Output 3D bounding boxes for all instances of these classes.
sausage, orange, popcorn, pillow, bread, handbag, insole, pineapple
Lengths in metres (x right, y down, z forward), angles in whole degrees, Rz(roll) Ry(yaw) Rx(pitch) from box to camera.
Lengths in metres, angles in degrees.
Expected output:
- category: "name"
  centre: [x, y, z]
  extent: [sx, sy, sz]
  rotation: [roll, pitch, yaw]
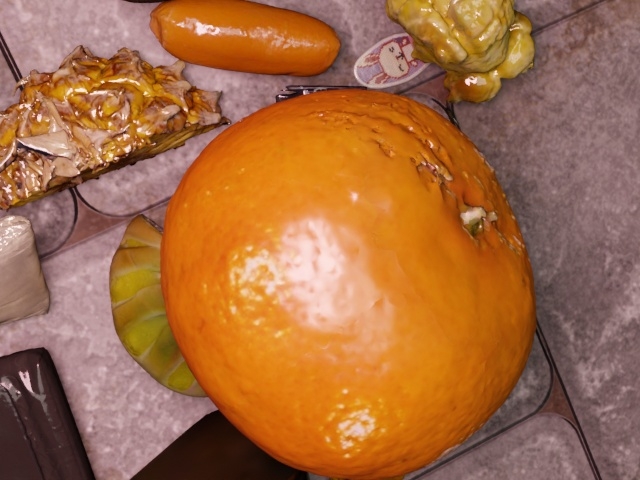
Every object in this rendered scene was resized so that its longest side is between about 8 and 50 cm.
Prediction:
- category: "sausage"
  centre: [-0.092, -0.252, 1.124]
  extent: [0.238, 0.098, 0.098]
  rotation: [7, 93, -17]
- category: "orange"
  centre: [0.045, 0.036, 0.954]
  extent: [0.326, 0.424, 0.424]
  rotation: [-32, 105, 32]
- category: "popcorn"
  centre: [0.173, -0.272, 1.160]
  extent: [0.195, 0.168, 0.174]
  rotation: [42, 70, -50]
- category: "pillow"
  centre: [-0.390, 0.048, 1.053]
  extent: [0.134, 0.181, 0.078]
  rotation: [-16, 56, -19]
- category: "bread"
  centre: [-0.165, 0.105, 1.111]
  extent: [0.260, 0.158, 0.156]
  rotation: [39, 89, -11]
- category: "handbag"
  centre: [-0.403, 0.270, 1.111]
  extent: [0.223, 0.080, 0.247]
  rotation: [-17, 101, -4]
- category: "insole"
  centre: [0.134, -0.259, 1.225]
  extent: [0.197, 0.004, 0.065]
  rotation: [-26, 100, -9]
- category: "pineapple"
  centre: [-0.271, -0.151, 1.059]
  extent: [0.334, 0.158, 0.161]
  rotation: [-20, 99, -10]

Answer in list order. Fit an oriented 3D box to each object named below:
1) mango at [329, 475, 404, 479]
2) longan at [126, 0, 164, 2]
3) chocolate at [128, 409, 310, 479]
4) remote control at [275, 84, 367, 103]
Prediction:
- category: "mango"
  centre: [0.066, 0.312, 1.234]
  extent: [0.114, 0.057, 0.079]
  rotation: [-9, 93, -21]
- category: "longan"
  centre: [-0.197, -0.370, 1.046]
  extent: [0.198, 0.198, 0.212]
  rotation: [42, 73, -13]
- category: "chocolate"
  centre: [-0.097, 0.407, 1.086]
  extent: [0.326, 0.314, 0.297]
  rotation: [-44, 111, -10]
- category: "remote control"
  centre: [0.000, 0.000, 1.186]
  extent: [0.144, 0.062, 0.399]
  rotation: [-2, 97, -13]
